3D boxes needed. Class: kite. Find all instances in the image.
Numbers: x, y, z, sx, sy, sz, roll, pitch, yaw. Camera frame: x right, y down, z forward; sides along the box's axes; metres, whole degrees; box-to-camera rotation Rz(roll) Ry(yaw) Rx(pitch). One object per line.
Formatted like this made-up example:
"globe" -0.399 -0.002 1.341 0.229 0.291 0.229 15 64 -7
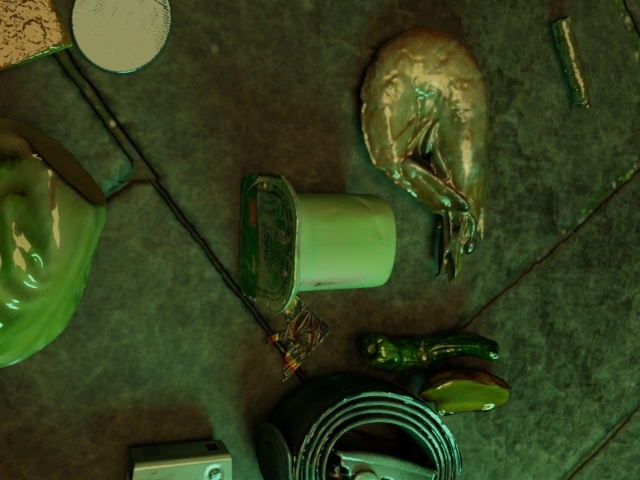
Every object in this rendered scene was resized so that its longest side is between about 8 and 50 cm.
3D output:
"kite" -0.028 0.112 0.875 0.090 0.004 0.122 -9 101 -21

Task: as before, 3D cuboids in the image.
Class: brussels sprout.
"brussels sprout" -0.319 0.005 0.635 0.244 0.244 0.244 -4 99 -22

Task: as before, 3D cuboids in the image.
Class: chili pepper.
"chili pepper" 0.134 0.142 0.912 0.182 0.073 0.050 -2 72 -19

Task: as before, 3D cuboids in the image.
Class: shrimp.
"shrimp" 0.132 -0.101 0.880 0.168 0.077 0.317 -6 96 -12

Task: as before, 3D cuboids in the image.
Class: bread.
"bread" -0.302 -0.218 0.694 0.090 0.035 0.094 -26 107 -17

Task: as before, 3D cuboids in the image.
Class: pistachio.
"pistachio" 0.181 0.193 0.936 0.173 0.049 0.089 20 129 -41

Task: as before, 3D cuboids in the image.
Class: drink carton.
"drink carton" 0.000 0.000 0.802 0.142 0.144 0.146 0 98 -29

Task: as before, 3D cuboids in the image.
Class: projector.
"projector" -0.165 0.309 0.817 0.115 0.061 0.147 1 98 -24

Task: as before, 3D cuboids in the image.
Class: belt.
"belt" 0.041 0.267 0.869 0.267 0.116 0.206 32 82 -26

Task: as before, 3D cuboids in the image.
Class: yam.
"yam" 0.339 -0.236 0.964 0.033 0.027 0.129 -36 111 -47

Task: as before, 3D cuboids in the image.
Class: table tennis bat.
"table tennis bat" -0.197 -0.248 0.743 0.100 0.019 0.155 28 88 -24
